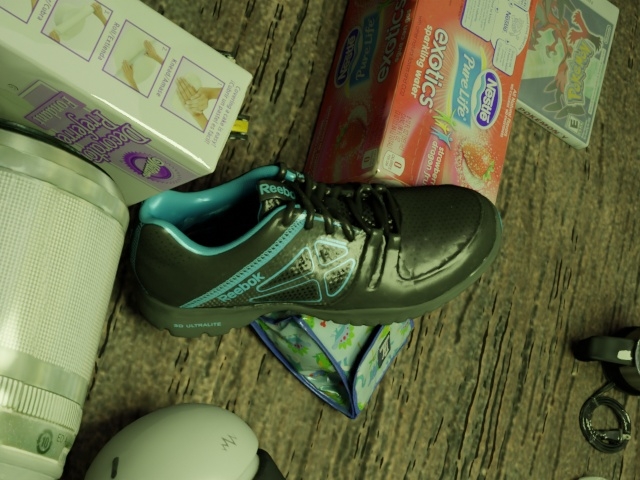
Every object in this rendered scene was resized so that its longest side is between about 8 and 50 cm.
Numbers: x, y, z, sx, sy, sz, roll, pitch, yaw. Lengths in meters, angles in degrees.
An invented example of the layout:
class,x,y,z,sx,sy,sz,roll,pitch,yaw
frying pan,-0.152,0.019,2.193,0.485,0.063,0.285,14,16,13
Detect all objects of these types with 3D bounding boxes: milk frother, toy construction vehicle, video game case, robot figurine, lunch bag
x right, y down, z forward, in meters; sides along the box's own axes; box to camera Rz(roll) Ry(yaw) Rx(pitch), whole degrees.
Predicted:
class,x,y,z,sx,sy,sz,roll,pitch,yaw
milk frother,0.362,0.168,1.371,0.129,0.135,0.143,-8,83,-3
toy construction vehicle,-0.117,-0.142,1.172,0.098,0.035,0.086,3,91,-30
video game case,0.272,-0.238,1.448,0.183,0.023,0.201,28,68,-27
robot figurine,-0.090,0.275,1.035,0.173,0.209,0.278,-33,101,-16
lunch bag,0.024,0.082,1.193,0.151,0.096,0.129,55,55,-30

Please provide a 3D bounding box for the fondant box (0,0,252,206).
class,x,y,z,sx,sy,sz,roll,pitch,yaw
fondant box,-0.255,-0.148,0.953,0.330,0.238,0.096,30,66,-26

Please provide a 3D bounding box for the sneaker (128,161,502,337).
class,x,y,z,sx,sy,sz,roll,pitch,yaw
sneaker,0.000,0.000,1.070,0.340,0.140,0.125,-11,51,-7

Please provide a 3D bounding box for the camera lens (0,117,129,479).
class,x,y,z,sx,sy,sz,roll,pitch,yaw
camera lens,-0.275,0.055,0.917,0.219,0.219,0.274,20,71,-29

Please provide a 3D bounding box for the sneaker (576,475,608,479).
class,x,y,z,sx,sy,sz,roll,pitch,yaw
sneaker,0.283,0.338,1.349,0.158,0.061,0.065,-55,134,-23

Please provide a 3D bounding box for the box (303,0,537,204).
class,x,y,z,sx,sy,sz,roll,pitch,yaw
box,0.107,-0.164,1.254,0.154,0.142,0.300,23,70,-28
